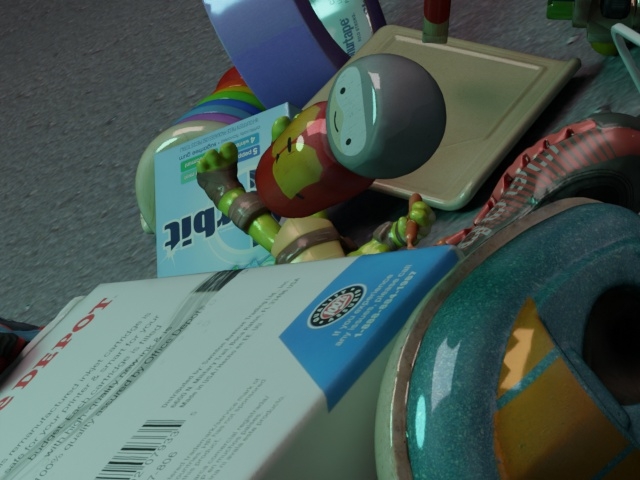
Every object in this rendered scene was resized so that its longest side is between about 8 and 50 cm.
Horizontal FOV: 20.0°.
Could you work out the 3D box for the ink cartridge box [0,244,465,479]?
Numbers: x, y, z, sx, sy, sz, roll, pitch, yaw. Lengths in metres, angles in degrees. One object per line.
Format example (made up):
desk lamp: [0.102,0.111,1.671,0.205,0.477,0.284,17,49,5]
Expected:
ink cartridge box: [-0.084,0.161,1.207,0.395,0.166,0.285,-6,33,49]

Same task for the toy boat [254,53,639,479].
toy boat: [0.098,0.039,1.013,0.267,0.318,0.148,-48,9,-33]

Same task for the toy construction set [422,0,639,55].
toy construction set: [0.229,-0.249,1.655,0.309,0.257,0.237,-19,-25,-9]

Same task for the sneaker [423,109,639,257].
sneaker: [0.137,0.022,1.270,0.276,0.097,0.135,-39,23,18]

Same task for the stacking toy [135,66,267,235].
stacking toy: [-0.087,-0.100,1.861,0.141,0.141,0.330,-26,15,17]

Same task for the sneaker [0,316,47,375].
sneaker: [-0.282,0.077,1.420,0.104,0.125,0.262,-51,-12,-6]

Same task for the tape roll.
tape roll: [-0.026,-0.247,1.862,0.090,0.275,0.275,-24,23,21]

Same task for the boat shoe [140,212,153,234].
boat shoe: [-0.177,-0.046,1.953,0.043,0.049,0.137,-33,26,5]

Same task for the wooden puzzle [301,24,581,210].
wooden puzzle: [0.091,-0.112,1.662,0.239,0.044,0.221,13,46,35]

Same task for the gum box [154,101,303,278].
gum box: [-0.076,-0.012,1.609,0.157,0.041,0.184,-18,63,31]

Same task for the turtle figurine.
turtle figurine: [0.000,0.000,1.488,0.269,0.087,0.217,-30,58,3]

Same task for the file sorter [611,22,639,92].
file sorter: [0.362,-0.131,1.219,0.278,0.173,0.193,-33,21,1]
